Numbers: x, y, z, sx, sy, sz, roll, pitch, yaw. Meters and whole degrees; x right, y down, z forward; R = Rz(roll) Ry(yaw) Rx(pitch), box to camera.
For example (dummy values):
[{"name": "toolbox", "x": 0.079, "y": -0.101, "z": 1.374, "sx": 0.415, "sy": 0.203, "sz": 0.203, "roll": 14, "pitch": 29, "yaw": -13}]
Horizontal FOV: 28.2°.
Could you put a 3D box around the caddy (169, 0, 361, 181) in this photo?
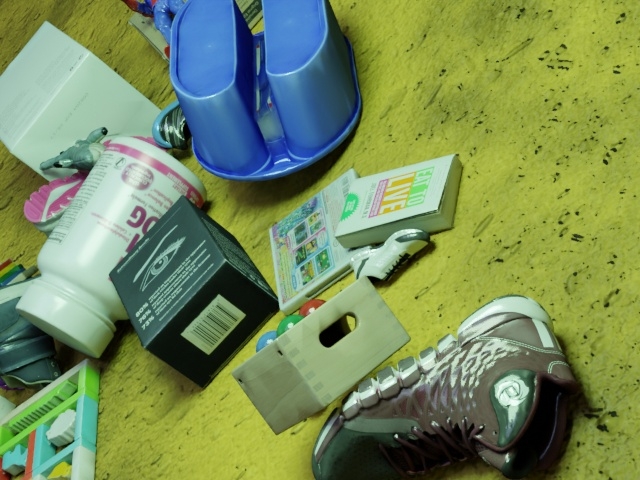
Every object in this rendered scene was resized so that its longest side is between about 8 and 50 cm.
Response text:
[{"name": "caddy", "x": -0.074, "y": -0.222, "z": 1.746, "sx": 0.241, "sy": 0.179, "sz": 0.341, "roll": -15, "pitch": 41, "yaw": 9}]

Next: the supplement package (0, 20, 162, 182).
[{"name": "supplement package", "x": -0.405, "y": -0.202, "z": 2.087, "sx": 0.199, "sy": 0.198, "sz": 0.262, "roll": -51, "pitch": 33, "yaw": -1}]

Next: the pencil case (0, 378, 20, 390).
[{"name": "pencil case", "x": -0.478, "y": 0.165, "z": 1.930, "sx": 0.070, "sy": 0.064, "sz": 0.152, "roll": -61, "pitch": 30, "yaw": 15}]

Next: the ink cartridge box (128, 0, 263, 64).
[{"name": "ink cartridge box", "x": -0.203, "y": -0.384, "z": 2.132, "sx": 0.193, "sy": 0.088, "sz": 0.235, "roll": -49, "pitch": 34, "yaw": 4}]

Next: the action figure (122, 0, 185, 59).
[{"name": "action figure", "x": -0.266, "y": -0.389, "z": 2.017, "sx": 0.091, "sy": 0.139, "sz": 0.280, "roll": -44, "pitch": 33, "yaw": 7}]

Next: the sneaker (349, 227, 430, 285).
[{"name": "sneaker", "x": 0.083, "y": 0.022, "z": 1.448, "sx": 0.109, "sy": 0.040, "sz": 0.044, "roll": -31, "pitch": 54, "yaw": 32}]

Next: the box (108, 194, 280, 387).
[{"name": "box", "x": -0.164, "y": 0.061, "z": 1.627, "sx": 0.153, "sy": 0.108, "sz": 0.207, "roll": -46, "pitch": 33, "yaw": 6}]

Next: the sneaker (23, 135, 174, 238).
[{"name": "sneaker", "x": -0.329, "y": -0.069, "z": 1.958, "sx": 0.252, "sy": 0.111, "sz": 0.103, "roll": -34, "pitch": 41, "yaw": -19}]

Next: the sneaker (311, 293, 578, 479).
[{"name": "sneaker", "x": 0.118, "y": 0.183, "z": 1.182, "sx": 0.281, "sy": 0.106, "sz": 0.162, "roll": -41, "pitch": 37, "yaw": 12}]

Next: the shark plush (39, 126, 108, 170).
[{"name": "shark plush", "x": -0.369, "y": -0.128, "z": 1.890, "sx": 0.161, "sy": 0.073, "sz": 0.067, "roll": 9, "pitch": 29, "yaw": 38}]

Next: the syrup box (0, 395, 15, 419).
[{"name": "syrup box", "x": -0.570, "y": 0.258, "z": 1.918, "sx": 0.236, "sy": 0.096, "sz": 0.093, "roll": -1, "pitch": 57, "yaw": 48}]

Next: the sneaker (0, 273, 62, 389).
[{"name": "sneaker", "x": -0.392, "y": 0.127, "z": 1.857, "sx": 0.226, "sy": 0.163, "sz": 0.086, "roll": -23, "pitch": 0, "yaw": -41}]

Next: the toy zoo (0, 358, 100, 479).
[{"name": "toy zoo", "x": -0.374, "y": 0.314, "z": 1.691, "sx": 0.192, "sy": 0.030, "sz": 0.293, "roll": -35, "pitch": 36, "yaw": 22}]

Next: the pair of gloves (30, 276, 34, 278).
[{"name": "pair of gloves", "x": -0.488, "y": 0.098, "z": 2.058, "sx": 0.074, "sy": 0.010, "sz": 0.083, "roll": -31, "pitch": 39, "yaw": 22}]

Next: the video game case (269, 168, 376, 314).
[{"name": "video game case", "x": 0.000, "y": 0.000, "z": 1.577, "sx": 0.143, "sy": 0.019, "sz": 0.157, "roll": -36, "pitch": 36, "yaw": 20}]

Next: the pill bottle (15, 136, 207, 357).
[{"name": "pill bottle", "x": -0.293, "y": 0.010, "z": 1.780, "sx": 0.160, "sy": 0.160, "sz": 0.283, "roll": 9, "pitch": 64, "yaw": 53}]

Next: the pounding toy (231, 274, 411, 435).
[{"name": "pounding toy", "x": -0.001, "y": 0.113, "z": 1.334, "sx": 0.181, "sy": 0.094, "sz": 0.206, "roll": -35, "pitch": -3, "yaw": -32}]

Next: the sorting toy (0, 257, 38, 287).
[{"name": "sorting toy", "x": -0.510, "y": 0.072, "z": 1.999, "sx": 0.274, "sy": 0.046, "sz": 0.132, "roll": -39, "pitch": 6, "yaw": 0}]

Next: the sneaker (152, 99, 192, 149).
[{"name": "sneaker", "x": -0.182, "y": -0.209, "z": 1.969, "sx": 0.078, "sy": 0.067, "sz": 0.188, "roll": 24, "pitch": 64, "yaw": 22}]

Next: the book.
[{"name": "book", "x": 0.092, "y": -0.046, "z": 1.490, "sx": 0.144, "sy": 0.035, "sz": 0.096, "roll": -14, "pitch": 43, "yaw": 33}]
